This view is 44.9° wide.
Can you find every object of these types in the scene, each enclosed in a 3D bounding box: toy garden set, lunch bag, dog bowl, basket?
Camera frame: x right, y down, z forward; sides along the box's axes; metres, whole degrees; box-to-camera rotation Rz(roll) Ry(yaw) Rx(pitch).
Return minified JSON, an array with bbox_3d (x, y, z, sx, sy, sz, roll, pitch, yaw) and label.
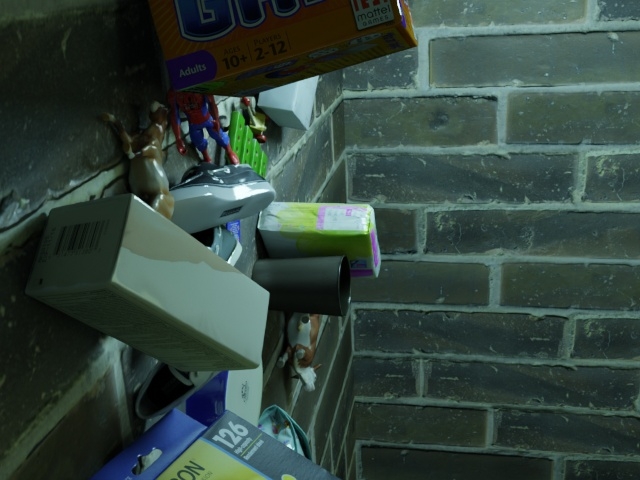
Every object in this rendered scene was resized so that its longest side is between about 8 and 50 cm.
[{"bbox_3d":[-0.173,-0.231,1.753,0.244,0.049,0.203,60,34,-69],"label":"toy garden set"},{"bbox_3d":[-0.096,0.576,1.945,0.262,0.160,0.223,-94,174,-49],"label":"lunch bag"},{"bbox_3d":[-0.195,0.293,1.510,0.265,0.104,0.264,1,90,-80],"label":"dog bowl"},{"bbox_3d":[-0.049,0.113,1.953,0.204,0.227,0.154,50,42,-73],"label":"basket"}]

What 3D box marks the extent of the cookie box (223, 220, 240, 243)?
[{"bbox_3d":[-0.199,-0.026,1.633,0.092,0.040,0.107,-25,116,-78],"label":"cookie box"}]

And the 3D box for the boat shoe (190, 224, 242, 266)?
[{"bbox_3d":[-0.228,0.052,1.368,0.099,0.116,0.319,62,22,-20],"label":"boat shoe"}]

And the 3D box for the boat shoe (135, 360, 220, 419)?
[{"bbox_3d":[-0.199,0.194,1.213,0.258,0.095,0.084,-52,178,23],"label":"boat shoe"}]

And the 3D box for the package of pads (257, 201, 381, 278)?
[{"bbox_3d":[0.000,0.000,2.014,0.229,0.297,0.101,76,20,-54],"label":"package of pads"}]

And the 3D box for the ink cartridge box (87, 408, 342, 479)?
[{"bbox_3d":[-0.148,0.358,1.120,0.072,0.307,0.303,-63,170,19],"label":"ink cartridge box"}]

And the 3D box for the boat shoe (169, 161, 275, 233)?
[{"bbox_3d":[-0.203,-0.089,1.381,0.301,0.102,0.108,-17,155,-53],"label":"boat shoe"}]

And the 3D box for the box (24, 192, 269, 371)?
[{"bbox_3d":[-0.212,0.071,1.027,0.311,0.148,0.121,43,47,-51],"label":"box"}]

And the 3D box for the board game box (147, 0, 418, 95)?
[{"bbox_3d":[-0.064,-0.455,1.263,0.356,0.357,0.356,-39,115,-76],"label":"board game box"}]

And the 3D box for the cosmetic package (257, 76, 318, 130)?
[{"bbox_3d":[-0.065,-0.446,1.975,0.377,0.098,0.284,-7,105,-85],"label":"cosmetic package"}]

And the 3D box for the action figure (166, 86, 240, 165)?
[{"bbox_3d":[-0.209,-0.182,1.398,0.280,0.092,0.139,73,5,-58],"label":"action figure"}]

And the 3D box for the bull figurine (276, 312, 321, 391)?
[{"bbox_3d":[-0.057,0.291,2.270,0.188,0.101,0.310,19,73,-77],"label":"bull figurine"}]

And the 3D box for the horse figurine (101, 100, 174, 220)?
[{"bbox_3d":[-0.265,-0.088,1.175,0.174,0.066,0.263,-16,97,-82],"label":"horse figurine"}]
